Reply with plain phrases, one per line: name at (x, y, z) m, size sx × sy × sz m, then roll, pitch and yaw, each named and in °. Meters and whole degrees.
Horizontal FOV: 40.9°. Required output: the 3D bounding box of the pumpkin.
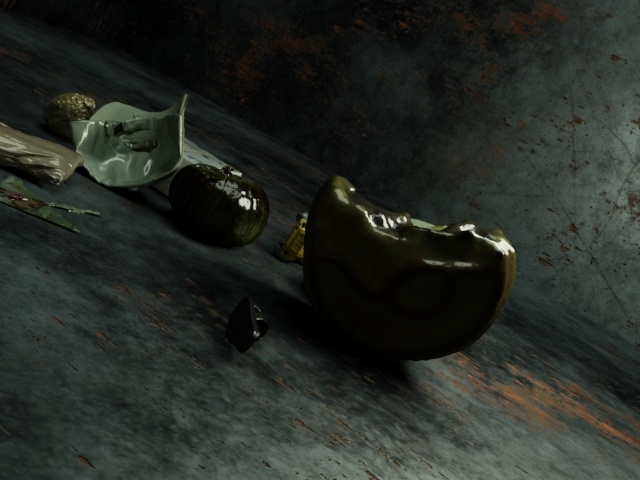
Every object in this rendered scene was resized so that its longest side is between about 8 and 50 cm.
pumpkin at (-0.221, -0.087, 1.913) m, size 0.238 × 0.159 × 0.238 m, roll 25°, pitch 13°, yaw -6°

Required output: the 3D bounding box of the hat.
hat at (-0.410, -0.232, 1.975) m, size 0.257 × 0.168 × 0.301 m, roll -1°, pitch 25°, yaw 8°

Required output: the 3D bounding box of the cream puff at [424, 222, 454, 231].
cream puff at (0.276, 0.111, 2.091) m, size 0.274 × 0.270 × 0.323 m, roll -9°, pitch -19°, yaw 43°

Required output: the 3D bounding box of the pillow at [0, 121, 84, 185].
pillow at (-0.605, -0.182, 1.691) m, size 0.270 × 0.067 × 0.173 m, roll 23°, pitch 17°, yaw -17°

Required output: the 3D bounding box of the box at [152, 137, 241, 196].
box at (-0.368, -0.193, 2.154) m, size 0.274 × 0.116 × 0.203 m, roll 32°, pitch 13°, yaw 24°

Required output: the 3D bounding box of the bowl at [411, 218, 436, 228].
bowl at (0.355, 0.067, 2.535) m, size 0.307 × 0.163 × 0.307 m, roll 26°, pitch 12°, yaw -6°

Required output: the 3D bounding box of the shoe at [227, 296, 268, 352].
shoe at (-0.112, 0.147, 1.393) m, size 0.053 × 0.062 × 0.159 m, roll 37°, pitch 7°, yaw -18°

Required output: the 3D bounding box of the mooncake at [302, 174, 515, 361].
mooncake at (0.164, 0.035, 1.663) m, size 0.246 × 0.394 × 0.393 m, roll -71°, pitch 138°, yaw -76°

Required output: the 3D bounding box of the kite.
kite at (-0.503, -0.069, 1.573) m, size 0.229 × 0.012 × 0.250 m, roll 36°, pitch 13°, yaw 33°

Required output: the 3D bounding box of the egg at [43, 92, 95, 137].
egg at (-0.615, -0.310, 2.108) m, size 0.140 × 0.118 × 0.116 m, roll 17°, pitch -15°, yaw 33°

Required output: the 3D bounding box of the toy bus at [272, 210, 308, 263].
toy bus at (0.000, 0.000, 2.148) m, size 0.123 × 0.121 × 0.335 m, roll 37°, pitch 12°, yaw 10°
